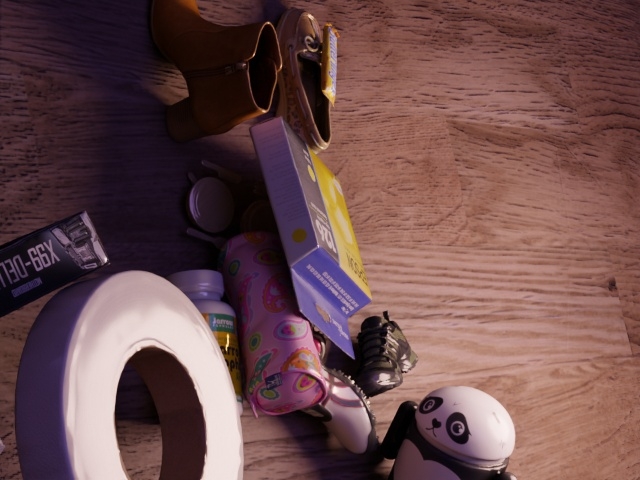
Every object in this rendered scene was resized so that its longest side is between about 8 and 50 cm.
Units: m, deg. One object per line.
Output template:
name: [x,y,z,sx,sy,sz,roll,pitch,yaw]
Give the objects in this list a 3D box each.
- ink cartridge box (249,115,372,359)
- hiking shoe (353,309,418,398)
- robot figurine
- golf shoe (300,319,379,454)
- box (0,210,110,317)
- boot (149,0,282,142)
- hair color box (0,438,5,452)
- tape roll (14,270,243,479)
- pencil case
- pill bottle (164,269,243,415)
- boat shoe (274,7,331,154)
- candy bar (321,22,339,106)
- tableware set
ink cartridge box: [0.000,0.000,2.235,0.303,0.072,0.307,47,23,-66]
hiking shoe: [0.087,0.186,2.362,0.114,0.086,0.227,65,19,-3]
robot figurine: [0.202,0.368,2.316,0.209,0.278,0.173,19,19,-2]
golf shoe: [-0.016,0.234,2.250,0.120,0.105,0.273,-38,99,-33]
box: [-0.438,0.074,1.703,0.307,0.242,0.076,-31,98,-50]
boot: [-0.152,-0.302,2.200,0.104,0.211,0.295,12,66,-47]
hair color box: [-0.449,0.223,1.730,0.093,0.053,0.167,-61,145,-42]
tape roll: [-0.217,0.230,1.735,0.392,0.072,0.392,40,44,-52]
pencil case: [-0.076,0.122,2.130,0.124,0.124,0.284,25,38,-41]
pill bottle: [-0.175,0.153,2.067,0.117,0.117,0.208,12,66,-46]
boat shoe: [-0.018,-0.267,2.432,0.104,0.089,0.285,18,62,-43]
candy bar: [0.015,-0.294,2.414,0.040,0.018,0.161,45,38,-46]
tableware set: [-0.135,-0.036,2.252,0.194,0.039,0.128,24,68,-36]
